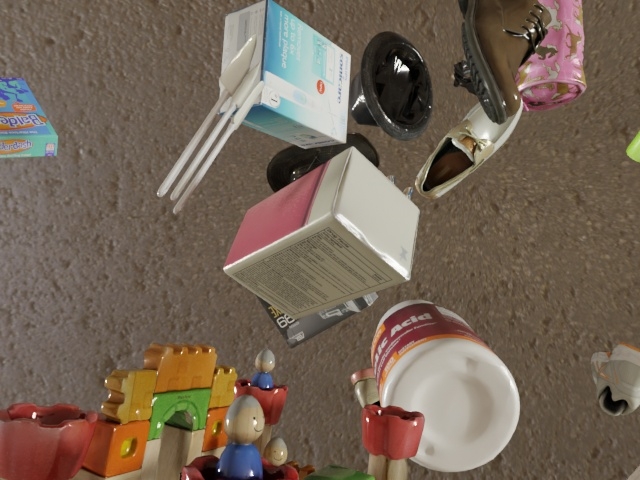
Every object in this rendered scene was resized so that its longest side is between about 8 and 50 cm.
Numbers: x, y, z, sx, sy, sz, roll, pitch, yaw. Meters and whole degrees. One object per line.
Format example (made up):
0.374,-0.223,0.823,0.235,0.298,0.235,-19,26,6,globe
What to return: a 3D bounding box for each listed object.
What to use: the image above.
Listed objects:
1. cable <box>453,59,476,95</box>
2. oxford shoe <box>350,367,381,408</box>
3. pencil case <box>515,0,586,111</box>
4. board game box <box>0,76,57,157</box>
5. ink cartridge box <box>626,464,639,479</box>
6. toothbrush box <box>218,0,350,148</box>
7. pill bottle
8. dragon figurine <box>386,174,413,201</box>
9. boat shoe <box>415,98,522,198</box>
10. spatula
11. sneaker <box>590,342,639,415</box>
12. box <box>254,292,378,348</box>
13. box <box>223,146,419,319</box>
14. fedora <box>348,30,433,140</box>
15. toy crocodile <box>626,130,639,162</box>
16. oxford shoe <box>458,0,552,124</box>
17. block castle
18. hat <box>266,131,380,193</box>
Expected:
0.449,-0.434,1.459,0.184,0.151,0.047,9,135,-1,cable
0.258,0.496,1.733,0.348,0.130,0.123,8,140,-24,oxford shoe
0.551,-0.519,1.332,0.160,0.167,0.387,4,77,-18,pencil case
-0.595,-0.227,0.976,0.210,0.160,0.047,49,131,29,board game box
0.438,0.338,0.611,0.180,0.060,0.104,20,121,10,ink cartridge box
-0.067,-0.342,1.168,0.126,0.295,0.217,0,83,36,toothbrush box
0.214,0.247,1.047,0.223,0.392,0.224,0,96,1,pill bottle
0.113,-0.020,1.163,0.085,0.144,0.289,17,81,35,dragon figurine
0.332,-0.209,1.197,0.113,0.103,0.302,40,111,6,boat shoe
-0.147,-0.150,0.736,0.019,0.168,0.242,33,82,-2,spatula
0.569,0.283,1.047,0.099,0.262,0.121,26,77,25,sneaker
-0.029,0.136,1.518,0.307,0.076,0.243,-33,89,30,box
0.000,0.000,0.757,0.148,0.127,0.232,39,137,-27,box
0.182,-0.423,1.543,0.152,0.334,0.334,-12,95,46,fedora
0.435,-0.036,0.445,0.340,0.105,0.115,23,141,5,toy crocodile
0.207,-0.227,0.596,0.096,0.083,0.227,-8,59,22,oxford shoe
-0.083,0.237,0.597,0.302,0.453,0.213,4,82,26,block castle
0.018,-0.159,1.526,0.331,0.331,0.134,-23,56,17,hat
